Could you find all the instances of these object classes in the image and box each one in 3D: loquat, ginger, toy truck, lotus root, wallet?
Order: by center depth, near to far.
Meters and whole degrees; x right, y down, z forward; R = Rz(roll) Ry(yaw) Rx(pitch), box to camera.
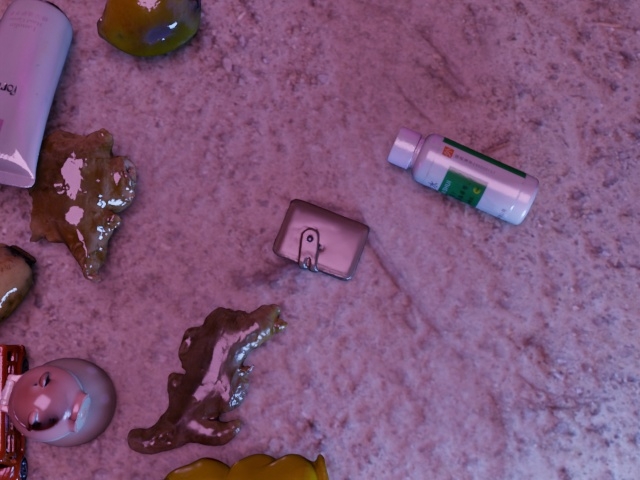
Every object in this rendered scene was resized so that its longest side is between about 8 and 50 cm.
[{"bbox_3d":[-0.551,0.298,1.484,0.108,0.114,0.252,-2,79,-2],"label":"toy truck"},{"bbox_3d":[-0.576,0.095,1.513,0.118,0.125,0.221,46,75,-6],"label":"lotus root"},{"bbox_3d":[-0.183,0.237,1.517,0.166,0.080,0.333,28,78,16],"label":"ginger"},{"bbox_3d":[-0.411,-0.062,1.546,0.219,0.123,0.270,-24,91,2],"label":"ginger"},{"bbox_3d":[0.000,0.000,1.580,0.153,0.039,0.118,20,79,1],"label":"wallet"},{"bbox_3d":[-0.302,-0.401,1.586,0.195,0.152,0.152,-17,81,10],"label":"loquat"}]

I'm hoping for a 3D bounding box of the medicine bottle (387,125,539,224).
[{"bbox_3d":[0.248,-0.119,1.575,0.260,0.095,0.095,26,81,3],"label":"medicine bottle"}]

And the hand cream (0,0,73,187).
[{"bbox_3d":[-0.526,-0.253,1.523,0.186,0.118,0.358,11,60,-2],"label":"hand cream"}]

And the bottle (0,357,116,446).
[{"bbox_3d":[-0.419,0.258,1.430,0.148,0.236,0.147,0,80,-1],"label":"bottle"}]

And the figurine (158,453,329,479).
[{"bbox_3d":[-0.140,0.441,1.446,0.327,0.218,0.169,0,40,6],"label":"figurine"}]
